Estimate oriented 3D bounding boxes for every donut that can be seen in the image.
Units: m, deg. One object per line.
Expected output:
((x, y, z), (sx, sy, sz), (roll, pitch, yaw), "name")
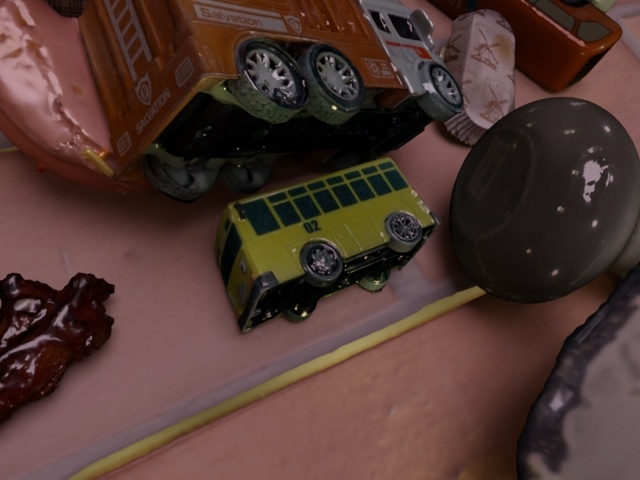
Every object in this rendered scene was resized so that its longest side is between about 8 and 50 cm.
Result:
((-0.161, -0.128, 0.469), (0.233, 0.085, 0.199), (-34, 97, -47), "donut")

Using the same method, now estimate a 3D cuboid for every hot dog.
((0.185, -0.193, 0.662), (0.099, 0.053, 0.192), (20, 63, -20), "hot dog")

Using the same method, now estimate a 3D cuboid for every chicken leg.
((-0.231, 0.086, 0.370), (0.219, 0.048, 0.089), (-36, 74, -31), "chicken leg")

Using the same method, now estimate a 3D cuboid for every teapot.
((0.252, -0.014, 0.525), (0.250, 0.183, 0.184), (18, 56, -23), "teapot")

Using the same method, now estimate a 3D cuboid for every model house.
((0.292, 0.198, 0.406), (0.271, 0.190, 0.301), (-44, 125, -27), "model house")

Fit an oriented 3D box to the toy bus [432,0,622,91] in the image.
((0.191, -0.349, 0.734), (0.408, 0.093, 0.092), (40, 65, 8), "toy bus")

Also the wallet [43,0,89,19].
((-0.258, -0.279, 0.574), (0.124, 0.042, 0.230), (-3, 66, -22), "wallet")

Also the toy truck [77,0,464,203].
((-0.023, -0.140, 0.460), (0.305, 0.136, 0.162), (-13, 77, -47), "toy truck")

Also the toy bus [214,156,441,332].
((0.000, 0.000, 0.473), (0.174, 0.088, 0.101), (-19, 67, -29), "toy bus")

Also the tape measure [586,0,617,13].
((0.335, -0.386, 0.772), (0.182, 0.107, 0.181), (21, 31, -22), "tape measure")
